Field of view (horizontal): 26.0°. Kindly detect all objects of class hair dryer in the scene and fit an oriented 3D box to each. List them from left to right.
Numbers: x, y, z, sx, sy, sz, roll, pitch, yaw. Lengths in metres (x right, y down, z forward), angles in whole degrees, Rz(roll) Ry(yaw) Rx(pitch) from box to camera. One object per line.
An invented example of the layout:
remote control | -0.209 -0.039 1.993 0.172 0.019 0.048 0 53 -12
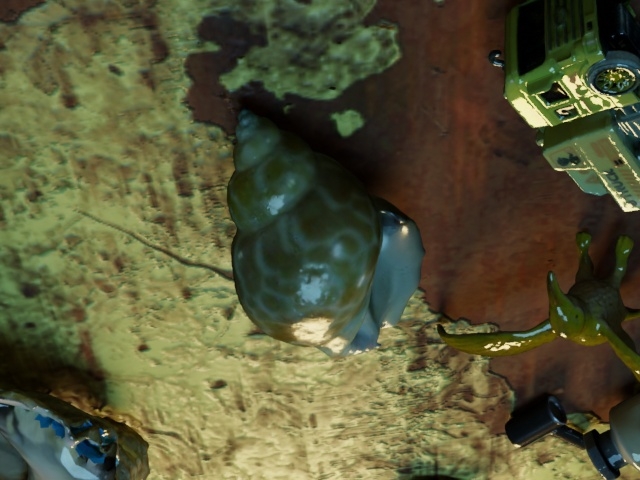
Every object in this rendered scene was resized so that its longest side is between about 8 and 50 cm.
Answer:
hair dryer | 0.192 0.155 1.125 0.047 0.026 0.083 -35 139 30

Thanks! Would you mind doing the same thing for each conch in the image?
conch | -0.003 0.010 0.875 0.116 0.106 0.173 -51 145 11

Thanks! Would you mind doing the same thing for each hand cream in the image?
hand cream | 0.333 0.107 1.071 0.276 0.059 0.095 -32 135 18

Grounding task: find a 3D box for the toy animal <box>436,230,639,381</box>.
toy animal | 0.175 0.039 0.942 0.219 0.095 0.155 9 146 28

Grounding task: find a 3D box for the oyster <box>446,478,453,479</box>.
oyster | 0.110 0.229 1.186 0.093 0.034 0.051 22 115 -15

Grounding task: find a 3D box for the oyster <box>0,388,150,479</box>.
oyster | -0.252 0.149 1.000 0.214 0.083 0.223 -15 135 6

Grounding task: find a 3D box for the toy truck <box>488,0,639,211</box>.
toy truck | 0.166 -0.080 0.821 0.100 0.077 0.169 -18 143 31
